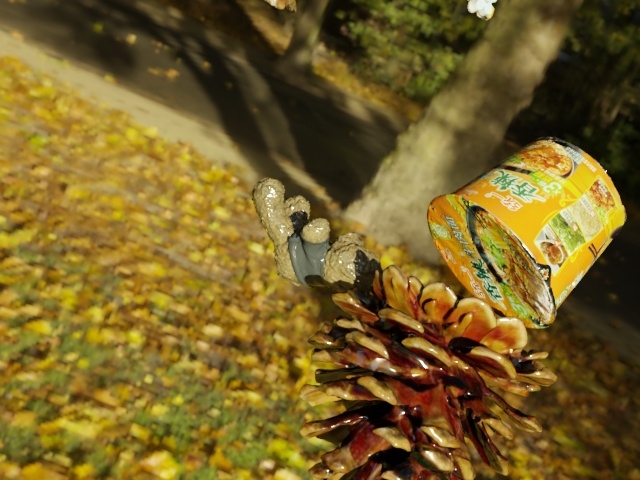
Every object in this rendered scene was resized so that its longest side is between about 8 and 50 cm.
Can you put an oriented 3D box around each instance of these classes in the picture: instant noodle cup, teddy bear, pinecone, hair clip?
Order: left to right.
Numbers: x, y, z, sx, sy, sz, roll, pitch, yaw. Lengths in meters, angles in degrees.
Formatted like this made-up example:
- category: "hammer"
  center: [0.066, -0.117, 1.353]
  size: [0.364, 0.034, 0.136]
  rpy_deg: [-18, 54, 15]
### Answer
- category: "teddy bear"
  center: [-0.013, 0.016, 1.702]
  size: [0.251, 0.129, 0.182]
  rpy_deg: [35, 4, 30]
- category: "pinecone"
  center: [0.130, 0.246, 1.509]
  size: [0.384, 0.384, 0.384]
  rpy_deg: [23, 13, -6]
- category: "hair clip"
  center: [0.215, -0.406, 1.620]
  size: [0.214, 0.062, 0.056]
  rpy_deg: [33, -10, -35]
- category: "instant noodle cup"
  center: [0.288, -0.020, 1.445]
  size: [0.230, 0.182, 0.230]
  rpy_deg: [44, -20, 21]

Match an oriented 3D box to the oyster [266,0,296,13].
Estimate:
- category: "oyster"
  center: [-0.113, -0.532, 1.730]
  size: [0.361, 0.221, 0.096]
  rpy_deg: [21, -21, -39]
